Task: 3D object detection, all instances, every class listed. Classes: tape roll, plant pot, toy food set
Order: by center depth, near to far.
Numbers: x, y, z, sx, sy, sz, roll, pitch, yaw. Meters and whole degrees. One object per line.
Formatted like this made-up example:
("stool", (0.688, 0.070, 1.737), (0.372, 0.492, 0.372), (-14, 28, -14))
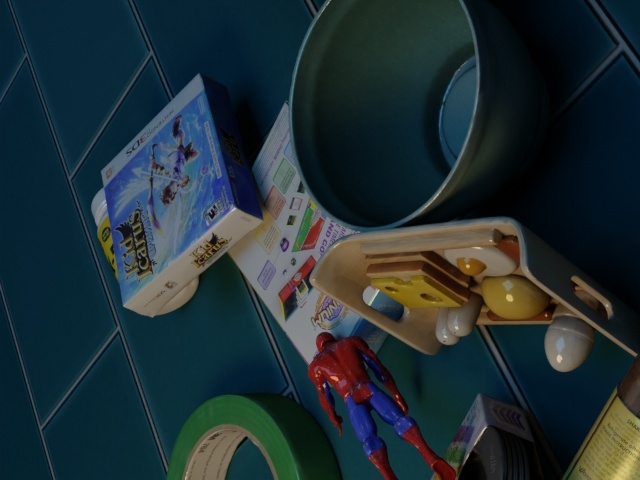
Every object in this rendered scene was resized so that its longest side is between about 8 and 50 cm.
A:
("toy food set", (0.161, 0.072, 1.188), (0.306, 0.219, 0.092), (-6, 59, 48))
("plant pot", (0.132, -0.149, 1.275), (0.293, 0.196, 0.293), (-6, 82, 49))
("tape roll", (-0.098, 0.373, 1.580), (0.321, 0.077, 0.321), (-6, 82, 48))

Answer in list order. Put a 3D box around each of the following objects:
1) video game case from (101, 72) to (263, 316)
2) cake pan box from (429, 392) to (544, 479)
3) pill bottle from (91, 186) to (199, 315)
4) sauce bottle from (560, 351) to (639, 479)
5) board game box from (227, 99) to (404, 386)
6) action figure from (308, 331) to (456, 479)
("video game case", (-0.209, -0.067, 1.643), (0.244, 0.061, 0.269), (-41, 47, 27))
("cake pan box", (0.155, 0.327, 1.204), (0.246, 0.070, 0.267), (-90, 23, -64))
("pill bottle", (-0.282, 0.007, 1.797), (0.119, 0.119, 0.208), (-56, 48, 29))
("sauce bottle", (0.325, 0.177, 1.084), (0.111, 0.111, 0.344), (46, 121, 41))
("board game box", (0.000, 0.000, 1.513), (0.316, 0.064, 0.242), (52, 124, 38))
("action figure", (0.067, 0.215, 1.336), (0.091, 0.139, 0.280), (-31, 42, -4))
